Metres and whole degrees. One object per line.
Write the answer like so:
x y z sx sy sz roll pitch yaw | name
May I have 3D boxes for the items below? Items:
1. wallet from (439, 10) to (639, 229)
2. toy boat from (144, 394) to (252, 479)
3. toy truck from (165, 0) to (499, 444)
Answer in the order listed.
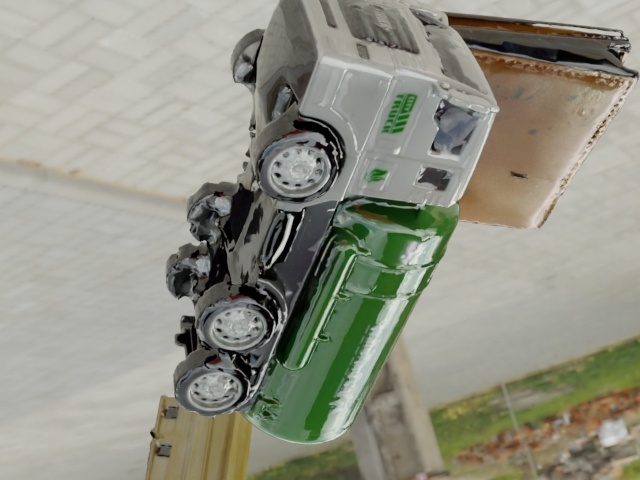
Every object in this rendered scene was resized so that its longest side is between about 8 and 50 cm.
0.084 -0.079 0.671 0.195 0.042 0.161 6 141 -12 | wallet
-0.104 0.192 0.849 0.077 0.201 0.057 -1 154 17 | toy boat
0.000 0.000 0.519 0.125 0.101 0.242 9 126 -18 | toy truck
